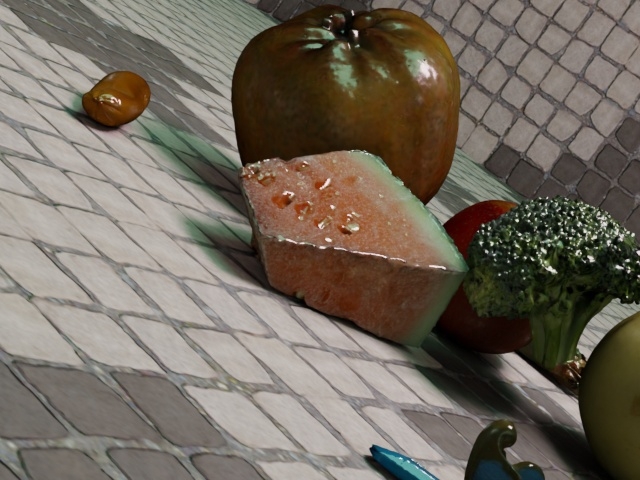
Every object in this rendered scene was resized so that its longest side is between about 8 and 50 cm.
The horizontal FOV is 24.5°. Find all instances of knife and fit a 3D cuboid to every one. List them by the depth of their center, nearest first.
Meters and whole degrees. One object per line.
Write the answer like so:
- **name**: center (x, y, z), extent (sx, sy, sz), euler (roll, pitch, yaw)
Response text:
- **knife**: center (0.159, 0.244, 1.128), extent (0.296, 0.026, 0.044), euler (34, 8, 10)

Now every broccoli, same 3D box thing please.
- **broccoli**: center (0.248, 0.039, 1.560), extent (0.226, 0.198, 0.176), euler (-75, 153, -55)

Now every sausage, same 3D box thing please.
- **sausage**: center (-0.225, -0.155, 1.636), extent (0.062, 0.054, 0.183), euler (2, 15, 0)

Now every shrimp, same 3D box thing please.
- **shrimp**: center (0.293, 0.138, 1.924), extent (0.217, 0.051, 0.115), euler (40, 9, 37)

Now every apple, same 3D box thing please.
- **apple**: center (0.408, 0.172, 1.583), extent (0.262, 0.262, 0.262), euler (33, 11, -7)
- **apple**: center (0.203, 0.044, 1.753), extent (0.181, 0.168, 0.181), euler (32, 17, -11)

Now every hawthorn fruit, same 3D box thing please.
- **hawthorn fruit**: center (0.028, -0.122, 1.735), extent (0.267, 0.301, 0.268), euler (2, 27, -1)

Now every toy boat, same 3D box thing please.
- **toy boat**: center (0.194, 0.214, 1.213), extent (0.185, 0.077, 0.075), euler (31, 12, -17)

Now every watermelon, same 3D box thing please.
- **watermelon**: center (0.000, 0.000, 1.495), extent (0.256, 0.140, 0.193), euler (8, 32, -47)
